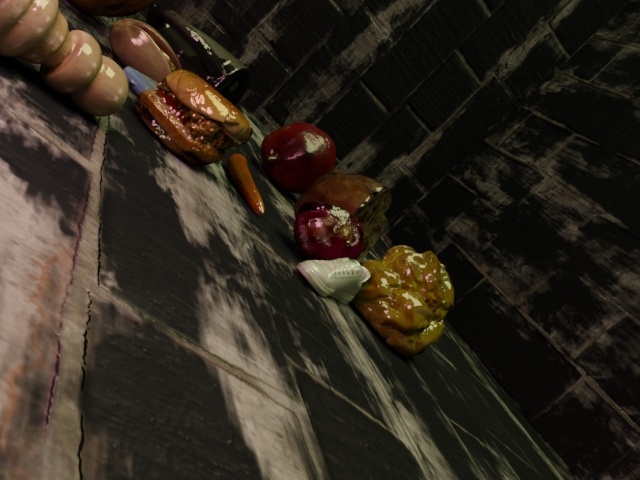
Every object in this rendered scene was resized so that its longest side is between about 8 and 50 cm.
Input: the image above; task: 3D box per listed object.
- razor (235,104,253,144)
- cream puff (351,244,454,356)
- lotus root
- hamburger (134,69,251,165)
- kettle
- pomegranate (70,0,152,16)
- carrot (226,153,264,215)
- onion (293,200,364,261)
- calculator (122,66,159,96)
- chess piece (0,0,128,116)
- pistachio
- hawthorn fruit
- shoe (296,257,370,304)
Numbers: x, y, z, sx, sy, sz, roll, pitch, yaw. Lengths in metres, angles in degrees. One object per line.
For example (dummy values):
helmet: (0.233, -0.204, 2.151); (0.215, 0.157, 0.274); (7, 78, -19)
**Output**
razor: (-0.373, -0.495, 2.133); (0.349, 0.113, 0.204); (50, 7, 29)
cream puff: (0.240, 0.143, 1.649); (0.324, 0.257, 0.291); (40, 7, -39)
lotus root: (0.080, -0.086, 1.873); (0.250, 0.316, 0.316); (41, 5, 31)
hamburger: (-0.285, -0.283, 1.364); (0.244, 0.163, 0.244); (43, 10, -10)
kettle: (-0.399, -0.543, 1.768); (0.324, 0.228, 0.321); (42, -15, 5)
pomegranate: (-0.614, -0.788, 1.702); (0.322, 0.322, 0.322); (45, 8, -8)
carrot: (-0.202, -0.157, 1.574); (0.062, 0.066, 0.271); (-6, 36, -19)
onion: (0.000, 0.000, 1.576); (0.195, 0.140, 0.218); (22, -23, -30)
calculator: (-0.430, -0.378, 1.539); (0.121, 0.039, 0.210); (46, 9, 13)
chess piece: (-0.416, -0.303, 0.954); (0.143, 0.142, 0.261); (52, 6, 38)
pistachio: (-0.476, -0.506, 1.625); (0.215, 0.144, 0.144); (48, 7, -22)
hawthorn fruit: (-0.096, -0.303, 2.181); (0.307, 0.265, 0.265); (-4, 47, -51)
shoe: (0.038, 0.077, 1.444); (0.095, 0.110, 0.265); (51, 7, 27)
